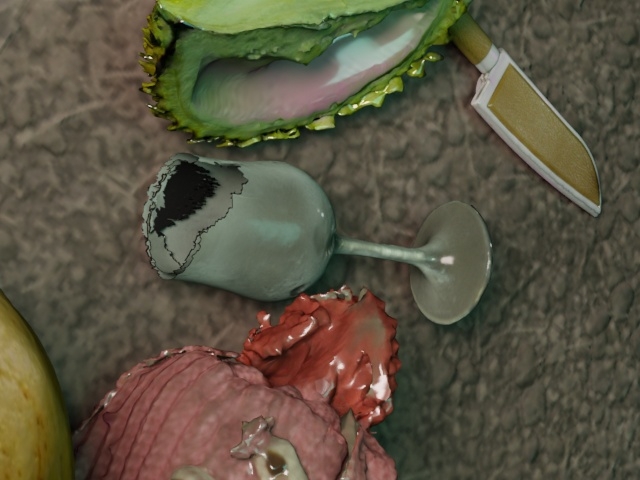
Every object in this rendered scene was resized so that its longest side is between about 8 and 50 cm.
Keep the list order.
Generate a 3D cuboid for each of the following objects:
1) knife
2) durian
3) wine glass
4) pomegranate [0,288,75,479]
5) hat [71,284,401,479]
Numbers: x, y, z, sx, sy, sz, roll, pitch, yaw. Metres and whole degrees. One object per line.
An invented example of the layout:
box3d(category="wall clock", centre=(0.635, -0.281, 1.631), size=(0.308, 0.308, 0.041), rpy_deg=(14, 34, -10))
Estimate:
box3d(category="knife", centre=(0.112, -0.099, 0.856), size=(0.256, 0.022, 0.046), rpy_deg=(43, 62, -30))
box3d(category="durian", centre=(-0.012, -0.128, 0.735), size=(0.221, 0.137, 0.095), rpy_deg=(-13, 63, -27))
box3d(category="wine glass", centre=(0.000, 0.000, 0.751), size=(0.196, 0.079, 0.079), rpy_deg=(9, 85, -34))
box3d(category="pomegranate", centre=(-0.235, 0.110, 0.495), size=(0.307, 0.307, 0.307), rpy_deg=(0, 90, -33))
box3d(category="hat", centre=(-0.050, 0.135, 0.647), size=(0.286, 0.237, 0.107), rpy_deg=(-53, 156, -22))
